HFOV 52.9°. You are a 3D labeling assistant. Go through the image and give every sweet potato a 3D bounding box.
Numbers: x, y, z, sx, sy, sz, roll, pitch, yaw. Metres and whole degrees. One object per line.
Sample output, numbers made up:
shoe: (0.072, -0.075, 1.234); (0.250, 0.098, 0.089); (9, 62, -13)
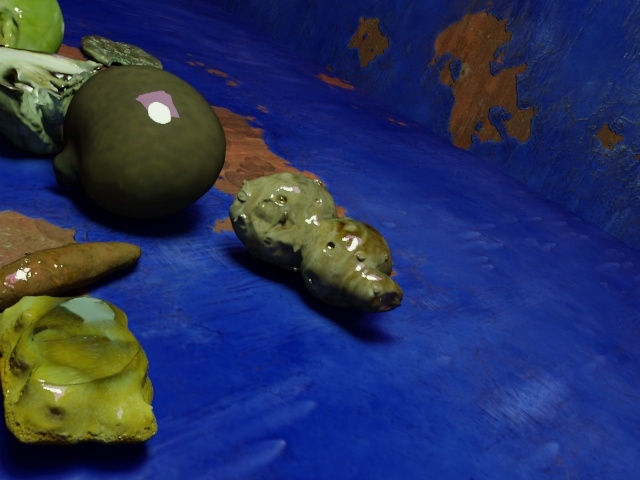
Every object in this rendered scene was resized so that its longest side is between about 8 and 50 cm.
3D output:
sweet potato: (-0.344, 0.035, 0.862); (0.072, 0.066, 0.314); (60, 26, -1)

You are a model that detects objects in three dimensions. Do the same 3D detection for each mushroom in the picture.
mushroom: (-0.534, -0.254, 1.185); (0.189, 0.164, 0.267); (18, 27, -2)

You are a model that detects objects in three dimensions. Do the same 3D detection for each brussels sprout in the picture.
brussels sprout: (-0.710, -0.468, 1.335); (0.344, 0.268, 0.344); (17, 40, -15)

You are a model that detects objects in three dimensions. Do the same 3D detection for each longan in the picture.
longan: (-0.315, -0.169, 1.117); (0.300, 0.243, 0.300); (-3, 43, 3)

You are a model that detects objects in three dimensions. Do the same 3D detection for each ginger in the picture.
ginger: (0.000, 0.000, 1.130); (0.375, 0.176, 0.256); (37, 11, 28)

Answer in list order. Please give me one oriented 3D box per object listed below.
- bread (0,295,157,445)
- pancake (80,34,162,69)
bread: (-0.265, 0.131, 0.706); (0.160, 0.088, 0.233); (2, 28, -31)
pancake: (-0.591, -0.550, 1.920); (0.253, 0.037, 0.254); (21, 23, -9)
